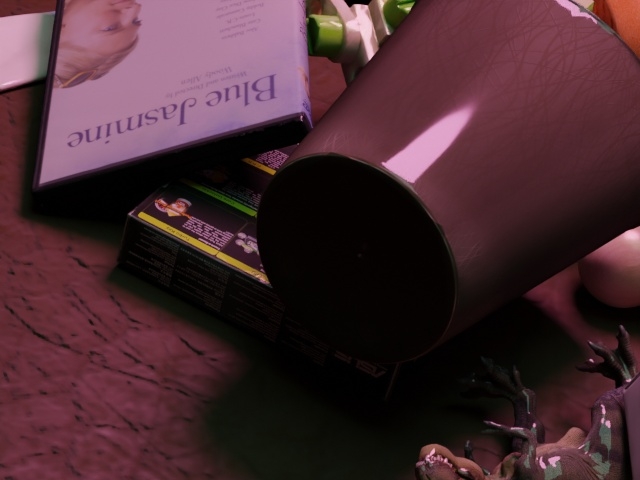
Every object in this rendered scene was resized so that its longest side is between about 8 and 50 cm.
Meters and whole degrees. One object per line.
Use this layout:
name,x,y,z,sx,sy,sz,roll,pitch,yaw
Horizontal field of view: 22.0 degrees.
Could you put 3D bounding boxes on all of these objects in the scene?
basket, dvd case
basket,0.078,-0.036,0.960,0.204,0.154,0.227,40,43,9
dvd case,-0.097,-0.129,1.092,0.180,0.022,0.253,-14,42,10

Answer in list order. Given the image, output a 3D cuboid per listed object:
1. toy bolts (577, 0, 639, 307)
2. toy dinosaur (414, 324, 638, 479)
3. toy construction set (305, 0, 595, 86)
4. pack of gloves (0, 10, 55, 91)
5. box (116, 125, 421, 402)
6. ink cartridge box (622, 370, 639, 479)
toy bolts,0.235,-0.046,1.137,0.158,0.218,0.228,-11,62,0
toy dinosaur,0.149,0.113,0.930,0.268,0.064,0.118,1,48,-28
toy construction set,0.081,-0.171,1.213,0.328,0.151,0.215,-6,66,-17
pack of gloves,-0.196,-0.199,1.230,0.232,0.046,0.195,-19,47,-41
box,0.000,0.000,1.036,0.191,0.045,0.184,26,38,12
ink cartridge box,0.258,0.133,0.886,0.175,0.072,0.127,18,46,-17
